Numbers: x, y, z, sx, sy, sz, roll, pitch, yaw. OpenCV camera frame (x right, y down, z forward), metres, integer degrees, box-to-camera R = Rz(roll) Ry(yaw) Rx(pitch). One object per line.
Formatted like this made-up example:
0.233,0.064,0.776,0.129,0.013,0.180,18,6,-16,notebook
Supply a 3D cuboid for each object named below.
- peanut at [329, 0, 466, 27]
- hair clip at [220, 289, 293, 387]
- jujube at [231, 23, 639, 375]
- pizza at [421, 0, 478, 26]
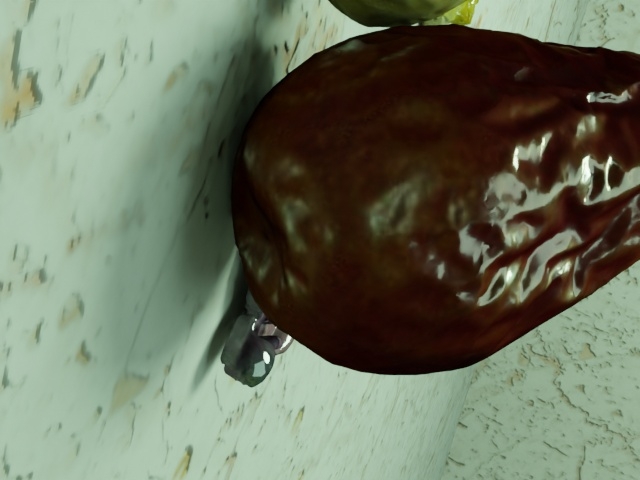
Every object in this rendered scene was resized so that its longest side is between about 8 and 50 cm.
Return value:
0.086,-0.182,0.628,0.229,0.098,0.103,-29,-159,32,peanut
-0.007,-0.004,0.813,0.187,0.056,0.146,-63,169,3,hair clip
0.080,-0.028,0.688,0.190,0.255,0.190,167,-90,-78,jujube
0.112,-0.214,1.030,0.160,0.036,0.099,81,30,-64,pizza
